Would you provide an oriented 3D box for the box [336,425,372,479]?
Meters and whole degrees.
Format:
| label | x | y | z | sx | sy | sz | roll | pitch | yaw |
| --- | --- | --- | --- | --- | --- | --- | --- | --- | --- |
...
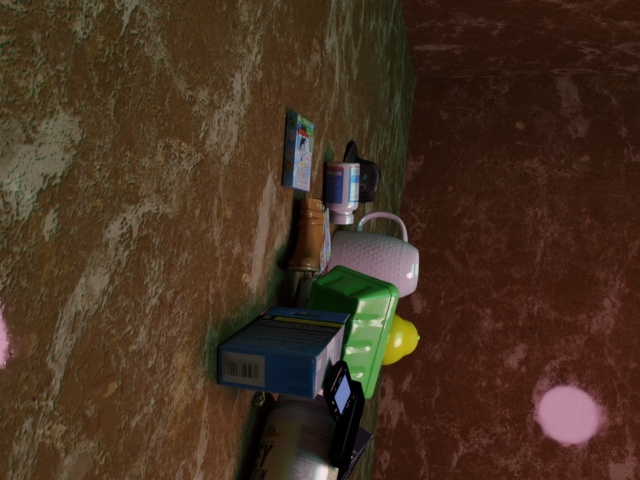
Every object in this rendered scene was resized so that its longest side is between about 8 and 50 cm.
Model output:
| label | x | y | z | sx | sy | sz | roll | pitch | yaw |
| --- | --- | --- | --- | --- | --- | --- | --- | --- | --- |
| box | 0.073 | 0.840 | 2.115 | 0.184 | 0.103 | 0.261 | -21 | 140 | -56 |

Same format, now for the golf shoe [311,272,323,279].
| label | x | y | z | sx | sy | sz | roll | pitch | yaw |
| --- | --- | --- | --- | --- | --- | --- | --- | --- | --- |
| golf shoe | -0.006 | 0.168 | 1.940 | 0.067 | 0.086 | 0.186 | -36 | 160 | -27 |

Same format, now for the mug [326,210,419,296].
| label | x | y | z | sx | sy | sz | roll | pitch | yaw |
| --- | --- | --- | --- | --- | --- | --- | --- | --- | --- |
| mug | 0.226 | 0.060 | 2.249 | 0.276 | 0.328 | 0.374 | 53 | 44 | -67 |

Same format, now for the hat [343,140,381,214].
| label | x | y | z | sx | sy | sz | roll | pitch | yaw |
| --- | --- | --- | --- | --- | --- | --- | --- | --- | --- |
| hat | 0.190 | -0.257 | 2.402 | 0.331 | 0.134 | 0.331 | 5 | 90 | -73 |

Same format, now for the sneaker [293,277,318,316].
| label | x | y | z | sx | sy | sz | roll | pitch | yaw |
| --- | --- | --- | --- | --- | --- | --- | --- | --- | --- |
| sneaker | -0.047 | 0.229 | 1.774 | 0.091 | 0.094 | 0.258 | 74 | 26 | -61 |

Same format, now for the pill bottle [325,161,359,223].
| label | x | y | z | sx | sy | sz | roll | pitch | yaw |
| --- | --- | --- | --- | --- | --- | --- | --- | --- | --- |
| pill bottle | 0.078 | -0.174 | 2.051 | 0.124 | 0.124 | 0.221 | -25 | 119 | -72 |

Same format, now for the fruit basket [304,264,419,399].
| label | x | y | z | sx | sy | sz | roll | pitch | yaw |
| --- | --- | --- | --- | --- | --- | --- | --- | --- | --- |
| fruit basket | 0.122 | 0.282 | 1.724 | 0.392 | 0.283 | 0.392 | -30 | 129 | -46 |

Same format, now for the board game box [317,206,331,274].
| label | x | y | z | sx | sy | sz | roll | pitch | yaw |
| --- | --- | --- | --- | --- | --- | --- | --- | --- | --- |
| board game box | 0.000 | 0.000 | 1.983 | 0.136 | 0.035 | 0.201 | -59 | 149 | -57 |

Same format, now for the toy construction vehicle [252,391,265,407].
| label | x | y | z | sx | sy | sz | roll | pitch | yaw |
| --- | --- | --- | --- | --- | --- | --- | --- | --- | --- |
| toy construction vehicle | -0.156 | 0.400 | 1.550 | 0.098 | 0.035 | 0.086 | -54 | 145 | -61 |

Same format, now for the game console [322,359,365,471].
| label | x | y | z | sx | sy | sz | roll | pitch | yaw |
| --- | --- | --- | --- | --- | --- | --- | --- | --- | --- |
| game console | 0.057 | 0.435 | 1.432 | 0.361 | 0.044 | 0.213 | 74 | 29 | -51 |

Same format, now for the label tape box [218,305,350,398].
| label | x | y | z | sx | sy | sz | roll | pitch | yaw |
| --- | --- | --- | --- | --- | --- | --- | --- | --- | --- |
| label tape box | -0.077 | 0.271 | 1.421 | 0.333 | 0.240 | 0.106 | -29 | 121 | -71 |

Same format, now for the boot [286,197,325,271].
| label | x | y | z | sx | sy | sz | roll | pitch | yaw |
| --- | --- | --- | --- | --- | --- | --- | --- | --- | --- |
| boot | -0.034 | -0.021 | 1.723 | 0.283 | 0.109 | 0.220 | -27 | 122 | -74 |

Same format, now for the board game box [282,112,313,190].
| label | x | y | z | sx | sy | sz | roll | pitch | yaw |
| --- | --- | --- | --- | --- | --- | --- | --- | --- | --- |
| board game box | -0.065 | -0.260 | 1.685 | 0.160 | 0.039 | 0.211 | -1 | 96 | -74 |

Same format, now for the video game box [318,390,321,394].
| label | x | y | z | sx | sy | sz | roll | pitch | yaw |
| --- | --- | --- | --- | --- | --- | --- | --- | --- | --- |
| video game box | -0.049 | 0.459 | 1.860 | 0.187 | 0.048 | 0.205 | 24 | 71 | -59 |

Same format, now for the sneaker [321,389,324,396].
| label | x | y | z | sx | sy | sz | roll | pitch | yaw |
| --- | --- | --- | --- | --- | --- | --- | --- | --- | --- |
| sneaker | -0.015 | 0.539 | 1.998 | 0.161 | 0.075 | 0.057 | 71 | 28 | -54 |

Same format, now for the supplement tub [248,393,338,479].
| label | x | y | z | sx | sy | sz | roll | pitch | yaw |
| --- | --- | --- | --- | --- | --- | --- | --- | --- | --- |
| supplement tub | -0.063 | 0.609 | 1.564 | 0.235 | 0.235 | 0.325 | 73 | 27 | -52 |
